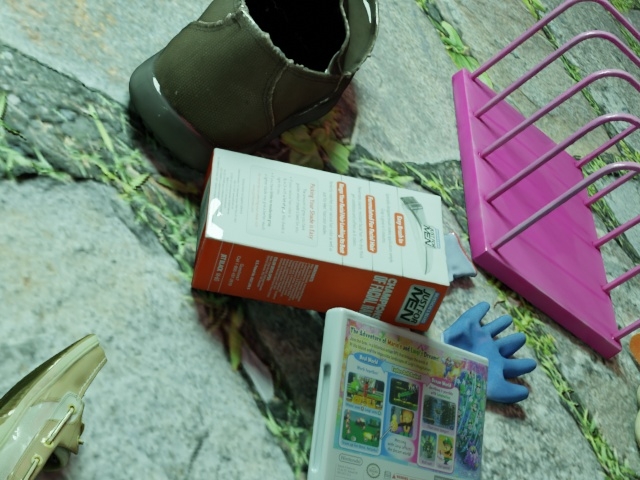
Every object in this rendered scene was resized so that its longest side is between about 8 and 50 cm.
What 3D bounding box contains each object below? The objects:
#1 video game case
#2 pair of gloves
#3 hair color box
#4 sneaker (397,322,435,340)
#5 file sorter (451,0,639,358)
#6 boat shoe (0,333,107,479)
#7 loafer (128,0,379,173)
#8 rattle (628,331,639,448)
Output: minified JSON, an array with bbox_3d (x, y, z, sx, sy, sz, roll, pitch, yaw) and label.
[{"bbox_3d":[0.055,0.133,0.819,0.157,0.019,0.143,22,68,-41],"label":"video game case"},{"bbox_3d":[0.108,0.050,1.026,0.159,0.023,0.198,-2,61,-54],"label":"pair of gloves"},{"bbox_3d":[0.000,0.000,0.840,0.167,0.053,0.093,11,43,-10],"label":"hair color box"},{"bbox_3d":[0.040,0.043,0.896,0.051,0.070,0.134,-4,61,-51],"label":"sneaker"},{"bbox_3d":[0.275,-0.077,1.225,0.202,0.182,0.290,35,35,-28],"label":"file sorter"},{"bbox_3d":[-0.146,0.099,0.616,0.045,0.050,0.135,50,40,-10],"label":"boat shoe"},{"bbox_3d":[-0.014,-0.166,0.981,0.134,0.130,0.366,47,31,-9],"label":"loafer"},{"bbox_3d":[0.369,0.190,1.190,0.142,0.130,0.199,51,2,-22],"label":"rattle"}]
